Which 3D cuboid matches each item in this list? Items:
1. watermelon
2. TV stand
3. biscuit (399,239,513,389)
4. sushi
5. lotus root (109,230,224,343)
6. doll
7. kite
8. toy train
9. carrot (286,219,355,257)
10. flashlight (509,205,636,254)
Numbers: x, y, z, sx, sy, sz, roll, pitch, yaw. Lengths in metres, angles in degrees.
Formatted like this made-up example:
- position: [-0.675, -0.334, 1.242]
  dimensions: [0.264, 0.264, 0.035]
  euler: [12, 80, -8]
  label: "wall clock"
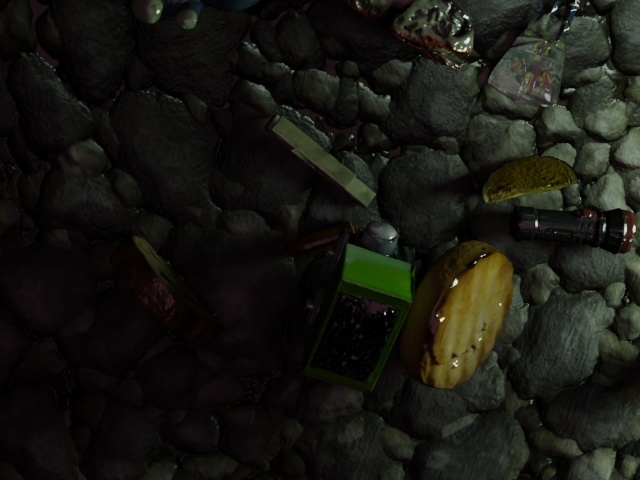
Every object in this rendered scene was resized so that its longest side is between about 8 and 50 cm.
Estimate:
- position: [0.391, -0.123, 1.934]
  dimensions: [0.181, 0.092, 0.075]
  euler: [-12, 89, 9]
  label: "watermelon"
- position: [0.002, -0.150, 1.934]
  dimensions: [0.249, 0.042, 0.036]
  euler: [38, 78, -11]
  label: "TV stand"
- position: [0.251, 0.137, 1.907]
  dimensions: [0.102, 0.296, 0.296]
  euler: [26, 104, 36]
  label: "biscuit"
- position: [0.145, -0.440, 1.836]
  dimensions: [0.332, 0.124, 0.130]
  euler: [32, 110, -10]
  label: "sushi"
- position: [-0.289, 0.103, 1.920]
  dimensions: [0.074, 0.170, 0.260]
  euler: [-41, 96, 3]
  label: "lotus root"
- position: [-0.200, -0.473, 1.792]
  dimensions: [0.258, 0.154, 0.228]
  euler: [-15, 65, 12]
  label: "doll"
- position: [0.419, -0.374, 1.916]
  dimensions: [0.141, 0.015, 0.245]
  euler: [19, 102, -9]
  label: "kite"
- position: [0.070, 0.129, 1.876]
  dimensions: [0.173, 0.249, 0.307]
  euler: [17, 122, -6]
  label: "toy train"
- position: [0.000, 0.000, 1.964]
  dimensions: [0.139, 0.048, 0.048]
  euler: [-16, 102, 2]
  label: "carrot"
- position: [0.482, -0.028, 1.959]
  dimensions: [0.232, 0.093, 0.093]
  euler: [7, 102, -1]
  label: "flashlight"
